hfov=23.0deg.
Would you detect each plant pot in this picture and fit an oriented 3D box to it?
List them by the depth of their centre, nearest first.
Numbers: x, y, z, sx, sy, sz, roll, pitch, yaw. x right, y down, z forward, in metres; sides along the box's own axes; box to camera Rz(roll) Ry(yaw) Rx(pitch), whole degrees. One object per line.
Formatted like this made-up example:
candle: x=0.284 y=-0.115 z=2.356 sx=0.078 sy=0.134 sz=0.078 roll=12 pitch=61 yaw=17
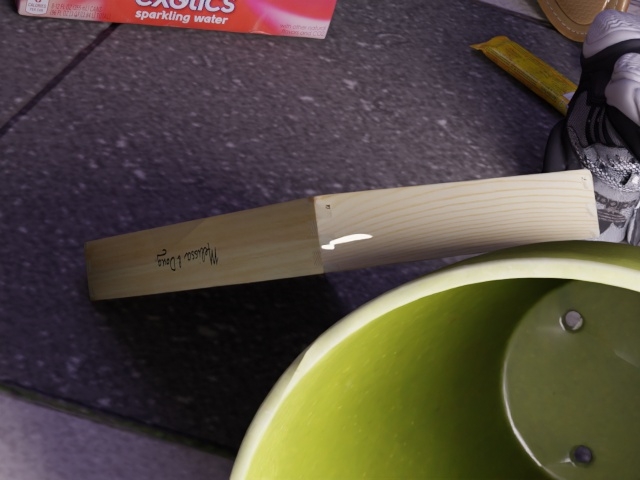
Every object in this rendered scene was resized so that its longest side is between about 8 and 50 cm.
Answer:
plant pot: x=0.129 y=0.108 z=0.746 sx=0.274 sy=0.275 sz=0.293 roll=25 pitch=19 yaw=9

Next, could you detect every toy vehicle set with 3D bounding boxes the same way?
toy vehicle set: x=0.000 y=0.000 z=0.851 sx=0.166 sy=0.035 sz=0.267 roll=-6 pitch=-1 yaw=-31

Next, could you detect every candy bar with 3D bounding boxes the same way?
candy bar: x=0.188 y=-0.123 z=1.284 sx=0.040 sy=0.018 sz=0.161 roll=-19 pitch=50 yaw=-38

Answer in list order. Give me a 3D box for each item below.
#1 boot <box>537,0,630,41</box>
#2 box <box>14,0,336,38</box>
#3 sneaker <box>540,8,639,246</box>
boot: x=0.268 y=-0.290 z=1.488 sx=0.220 sy=0.109 sz=0.283 roll=24 pitch=48 yaw=-56
box: x=-0.110 y=-0.247 z=1.214 sx=0.256 sy=0.128 sz=0.123 roll=2 pitch=37 yaw=-25
sneaker: x=0.217 y=-0.054 z=1.072 sx=0.101 sy=0.153 sz=0.268 roll=16 pitch=22 yaw=-5
